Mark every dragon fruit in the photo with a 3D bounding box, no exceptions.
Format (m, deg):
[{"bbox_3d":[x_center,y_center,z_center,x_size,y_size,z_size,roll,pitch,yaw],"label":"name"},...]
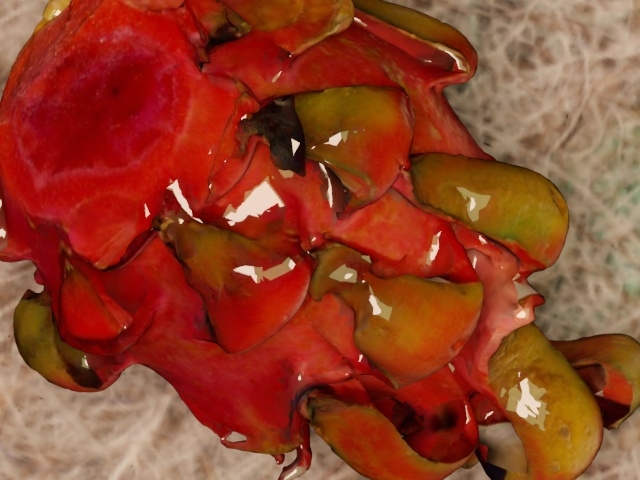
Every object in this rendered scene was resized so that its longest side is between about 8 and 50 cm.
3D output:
[{"bbox_3d":[-0.012,0.003,0.889,0.227,0.243,0.307,-45,72,36],"label":"dragon fruit"}]
